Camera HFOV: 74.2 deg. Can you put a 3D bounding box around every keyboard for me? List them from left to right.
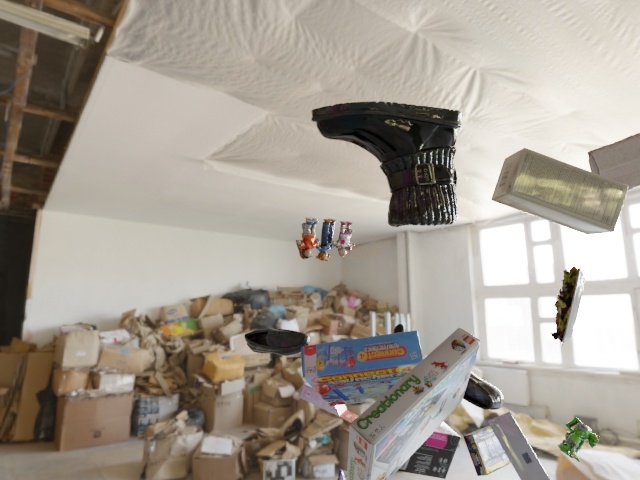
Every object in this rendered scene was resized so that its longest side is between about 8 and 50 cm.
[{"bbox_3d":[0.579,0.624,1.207,0.072,0.255,0.014,-30,-15,7],"label":"keyboard"}]

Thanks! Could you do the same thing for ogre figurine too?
[{"bbox_3d":[0.867,0.673,1.433,0.197,0.118,0.097,35,3,-27],"label":"ogre figurine"}]

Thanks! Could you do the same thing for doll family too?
[{"bbox_3d":[0.000,0.000,1.577,0.263,0.163,0.118,0,15,-37],"label":"doll family"}]

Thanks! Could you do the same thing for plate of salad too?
[{"bbox_3d":[0.563,0.146,0.968,0.048,0.199,0.200,14,-2,30],"label":"plate of salad"}]

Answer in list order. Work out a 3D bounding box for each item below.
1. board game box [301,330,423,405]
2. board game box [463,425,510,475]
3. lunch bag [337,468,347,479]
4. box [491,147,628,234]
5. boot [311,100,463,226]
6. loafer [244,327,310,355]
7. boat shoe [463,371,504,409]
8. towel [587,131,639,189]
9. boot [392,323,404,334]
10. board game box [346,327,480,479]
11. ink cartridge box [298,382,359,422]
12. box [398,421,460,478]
[{"bbox_3d":[0.134,0.368,1.185,0.309,0.086,0.301,-11,-36,10],"label":"board game box"},{"bbox_3d":[0.636,0.796,1.612,0.171,0.140,0.048,4,-29,-36],"label":"board game box"},{"bbox_3d":[0.203,1.094,1.634,0.328,0.238,0.385,21,-7,1],"label":"lunch bag"},{"bbox_3d":[0.677,-0.135,1.209,0.312,0.147,0.121,21,-4,-1],"label":"box"},{"bbox_3d":[0.146,-0.158,0.914,0.349,0.259,0.131,3,10,-8],"label":"boot"},{"bbox_3d":[-0.138,0.310,1.309,0.224,0.076,0.078,-9,-45,29],"label":"loafer"},{"bbox_3d":[0.382,0.394,1.164,0.076,0.080,0.229,9,14,-45],"label":"boat shoe"},{"bbox_3d":[1.137,-0.290,1.533,0.283,0.187,0.049,-22,16,18],"label":"towel"},{"bbox_3d":[0.337,0.422,1.866,0.045,0.121,0.099,34,-10,8],"label":"boot"},{"bbox_3d":[0.173,0.313,0.774,0.306,0.192,0.053,-27,43,-34],"label":"board game box"},{"bbox_3d":[0.054,0.566,1.484,0.233,0.066,0.189,17,-11,15],"label":"ink cartridge box"},{"bbox_3d":[0.318,0.688,1.450,0.248,0.163,0.142,20,1,-18],"label":"box"}]
